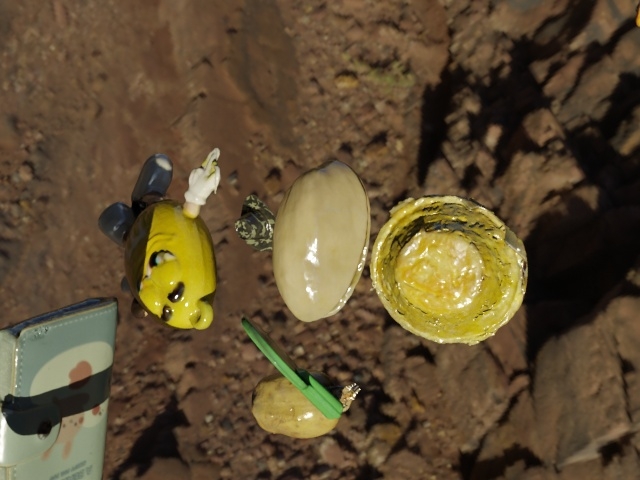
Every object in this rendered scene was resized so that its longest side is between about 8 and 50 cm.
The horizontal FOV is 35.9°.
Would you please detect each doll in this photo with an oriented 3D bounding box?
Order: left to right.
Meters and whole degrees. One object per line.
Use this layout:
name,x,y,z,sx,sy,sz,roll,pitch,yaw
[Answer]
doll,-0.300,-0.009,1.926,0.161,0.423,0.348,15,83,-36

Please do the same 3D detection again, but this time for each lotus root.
lotus root,-0.031,0.305,1.851,0.118,0.220,0.125,-61,141,-53

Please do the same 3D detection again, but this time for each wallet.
wallet,-0.425,0.277,1.559,0.252,0.083,0.360,-15,115,-58

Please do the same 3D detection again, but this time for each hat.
hat,-0.121,-0.026,1.790,0.050,0.121,0.121,-25,83,-36

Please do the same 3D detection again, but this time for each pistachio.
pistachio,0.000,0.000,1.371,0.135,0.136,0.226,7,89,-44

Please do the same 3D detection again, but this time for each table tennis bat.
table tennis bat,-0.051,0.226,1.735,0.257,0.039,0.160,46,1,-20

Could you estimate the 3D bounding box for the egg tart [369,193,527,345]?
egg tart,0.258,0.062,2.050,0.341,0.341,0.132,63,16,7

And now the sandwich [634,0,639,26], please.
sandwich,0.474,-0.348,1.143,0.108,0.220,0.186,31,37,30
